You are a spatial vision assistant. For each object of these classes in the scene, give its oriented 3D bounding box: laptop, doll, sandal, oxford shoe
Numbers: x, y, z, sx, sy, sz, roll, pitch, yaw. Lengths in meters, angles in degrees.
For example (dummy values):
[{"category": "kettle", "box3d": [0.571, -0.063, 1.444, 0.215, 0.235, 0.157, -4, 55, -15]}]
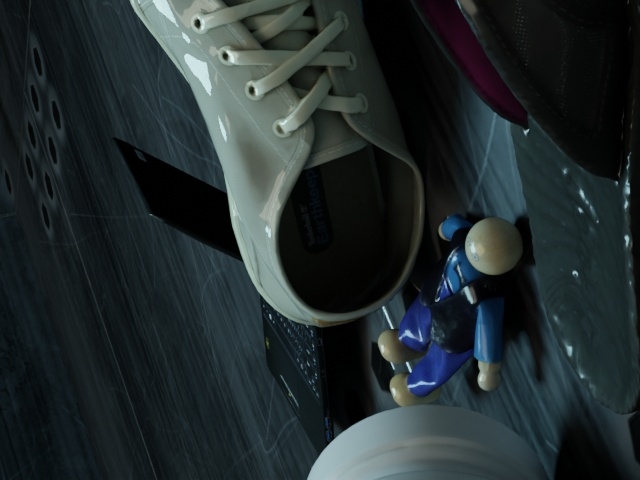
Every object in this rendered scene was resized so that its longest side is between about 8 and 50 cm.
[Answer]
[{"category": "laptop", "box3d": [-0.088, 0.052, 1.340, 0.234, 0.136, 0.264, -127, 30, -65]}, {"category": "doll", "box3d": [0.095, 0.047, 1.023, 0.189, 0.046, 0.129, 117, 145, -51]}, {"category": "sandal", "box3d": [0.104, -0.104, 0.742, 0.167, 0.107, 0.446, -133, 28, -66]}, {"category": "oxford shoe", "box3d": [-0.028, -0.134, 1.048, 0.130, 0.169, 0.449, 32, 143, 64]}]

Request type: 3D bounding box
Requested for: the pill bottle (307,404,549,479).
[{"category": "pill bottle", "box3d": [0.067, 0.264, 0.856, 0.363, 0.210, 0.210, -86, -5, -61]}]
